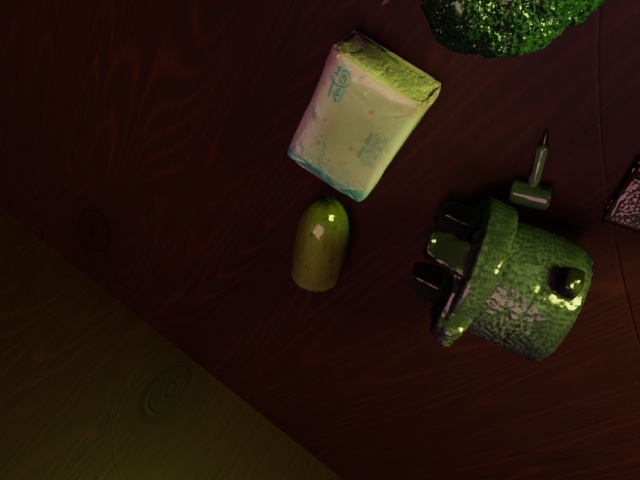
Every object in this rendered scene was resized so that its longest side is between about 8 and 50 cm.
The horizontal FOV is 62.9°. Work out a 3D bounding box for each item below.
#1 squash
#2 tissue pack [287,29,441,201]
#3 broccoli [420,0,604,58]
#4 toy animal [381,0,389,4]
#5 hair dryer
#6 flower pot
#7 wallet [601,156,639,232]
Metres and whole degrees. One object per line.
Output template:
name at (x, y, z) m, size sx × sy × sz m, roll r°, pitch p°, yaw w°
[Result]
squash at (0.000, 0.000, 1.241) m, size 0.132 × 0.133 × 0.247 m, roll 22°, pitch 137°, yaw 14°
tissue pack at (0.072, -0.226, 0.997) m, size 0.201 × 0.124 × 0.271 m, roll 31°, pitch 137°, yaw 0°
broccoli at (0.256, -0.367, 0.689) m, size 0.294 × 0.264 × 0.246 m, roll -162°, pitch 64°, yaw -74°
toy animal at (0.097, -0.449, 0.816) m, size 0.083 × 0.089 × 0.150 m, roll 16°, pitch 143°, yaw 52°
hair dryer at (0.392, -0.129, 0.944) m, size 0.071 × 0.047 × 0.150 m, roll 15°, pitch 124°, yaw 19°
flower pot at (0.313, 0.077, 0.983) m, size 0.282 × 0.299 × 0.299 m, roll 25°, pitch 137°, yaw 6°
wallet at (0.619, -0.047, 0.866) m, size 0.243 × 0.039 × 0.133 m, roll 21°, pitch 130°, yaw 16°
